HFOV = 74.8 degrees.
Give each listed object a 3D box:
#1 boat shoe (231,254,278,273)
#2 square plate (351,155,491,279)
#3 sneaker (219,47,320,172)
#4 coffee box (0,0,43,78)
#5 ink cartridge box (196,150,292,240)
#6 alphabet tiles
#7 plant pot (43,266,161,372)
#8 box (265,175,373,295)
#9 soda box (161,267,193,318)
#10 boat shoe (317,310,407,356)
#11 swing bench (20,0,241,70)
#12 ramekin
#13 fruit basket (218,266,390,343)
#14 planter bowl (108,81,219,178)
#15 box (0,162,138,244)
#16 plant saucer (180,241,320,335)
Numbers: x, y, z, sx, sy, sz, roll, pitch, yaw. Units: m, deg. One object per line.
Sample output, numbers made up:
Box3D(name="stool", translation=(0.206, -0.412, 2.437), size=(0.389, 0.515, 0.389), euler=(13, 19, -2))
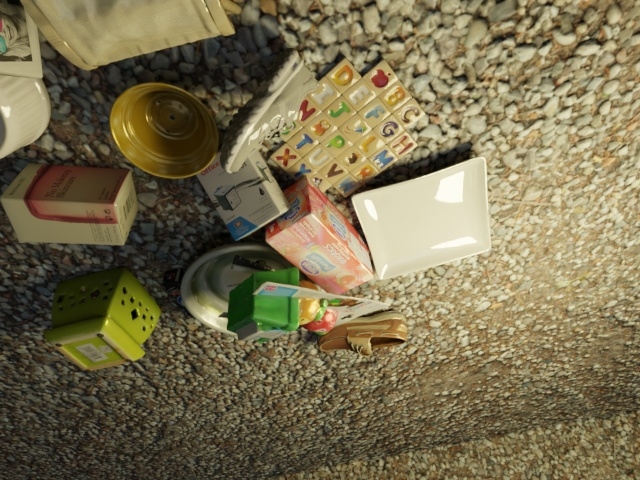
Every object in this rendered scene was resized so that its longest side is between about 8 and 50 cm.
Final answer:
Box3D(name="boat shoe", translation=(-0.163, 0.070, 1.098), size=(0.142, 0.049, 0.040), euler=(15, 85, -31))
Box3D(name="square plate", translation=(0.290, -0.053, 1.167), size=(0.344, 0.049, 0.347), euler=(-16, 131, 9))
Box3D(name="sneaker", translation=(-0.102, -0.247, 0.866), size=(0.115, 0.105, 0.281), euler=(33, 100, -34))
Box3D(name="coffee box", translation=(-0.610, -0.396, 0.499), size=(0.338, 0.334, 0.338), euler=(2, 107, -9))
Box3D(name="ink cartridge box", translation=(-0.179, -0.117, 0.973), size=(0.140, 0.082, 0.190), euler=(-30, 94, 19))
Box3D(name="alphabet tiles", translation=(0.059, -0.248, 0.991), size=(0.342, 0.011, 0.285), euler=(-35, 126, 23))
Box3D(name="plant pot", translation=(-0.638, 0.244, 1.229), size=(0.227, 0.207, 0.228), euler=(-14, 133, 6))
Box3D(name="box", translation=(0.000, 0.000, 1.105), size=(0.142, 0.154, 0.300), euler=(-30, 132, 20))
Box3D(name="soda box", translation=(-0.416, 0.164, 1.277), size=(0.053, 0.060, 0.169), euler=(-14, 132, 6))
Box3D(name="boat shoe", translation=(0.144, 0.338, 1.450), size=(0.324, 0.116, 0.123), euler=(-17, 138, 9))
Box3D(name="swing bench", translation=(-0.275, -0.388, 0.665), size=(0.253, 0.254, 0.165), euler=(-11, 132, 4))
Box3D(name="ramekin", translation=(-0.695, -0.275, 0.808), size=(0.273, 0.127, 0.273), euler=(-3, 132, -3))
Box3D(name="fruit basket", translation=(-0.052, 0.195, 1.100), size=(0.353, 0.165, 0.327), euler=(19, 150, -26))
Box3D(name="planter bowl", translation=(-0.324, -0.247, 0.897), size=(0.217, 0.090, 0.217), euler=(-3, 131, -3))
Box3D(name="box", translation=(-0.570, -0.085, 0.978), size=(0.232, 0.148, 0.127), euler=(2, 131, -9))
Box3D(name="plant saucer", translation=(-0.202, 0.132, 1.245), size=(0.400, 0.100, 0.400), euler=(-3, 131, -4))
